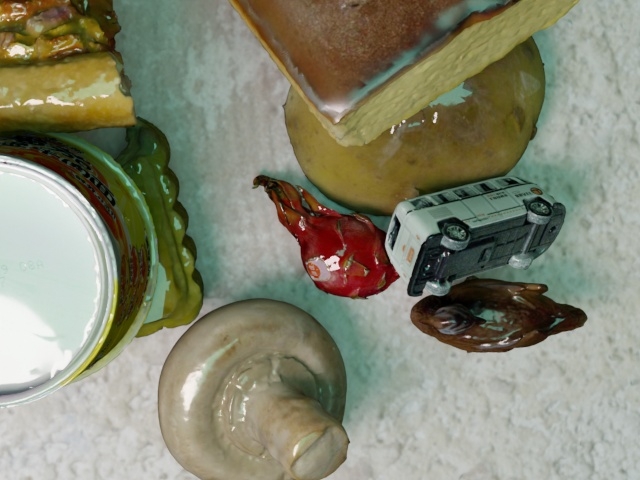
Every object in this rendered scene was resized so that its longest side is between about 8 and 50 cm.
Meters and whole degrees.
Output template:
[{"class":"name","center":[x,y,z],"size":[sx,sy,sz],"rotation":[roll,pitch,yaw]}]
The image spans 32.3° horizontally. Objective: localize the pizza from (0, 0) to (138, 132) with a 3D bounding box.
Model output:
[{"class":"pizza","center":[-0.312,-0.221,1.042],"size":[0.409,0.114,0.278],"rotation":[35,55,22]}]

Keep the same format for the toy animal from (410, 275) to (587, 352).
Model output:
[{"class":"toy animal","center":[0.187,0.079,1.153],"size":[0.188,0.179,0.089],"rotation":[-1,88,7]}]

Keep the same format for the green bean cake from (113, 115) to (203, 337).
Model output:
[{"class":"green bean cake","center":[-0.249,0.002,1.124],"size":[0.236,0.124,0.233],"rotation":[-16,96,-5]}]

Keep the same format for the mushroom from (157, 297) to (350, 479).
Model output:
[{"class":"mushroom","center":[-0.067,0.175,1.127],"size":[0.206,0.209,0.206],"rotation":[-3,127,-3]}]

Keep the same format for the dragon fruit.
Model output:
[{"class":"dragon fruit","center":[0.000,0.000,1.179],"size":[0.190,0.094,0.094],"rotation":[32,90,-2]}]

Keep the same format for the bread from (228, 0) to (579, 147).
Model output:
[{"class":"bread","center":[0.055,-0.299,1.077],"size":[0.323,0.143,0.333],"rotation":[-35,71,-4]}]

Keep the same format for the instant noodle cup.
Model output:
[{"class":"instant noodle cup","center":[-0.270,0.024,0.960],"size":[0.264,0.200,0.264],"rotation":[-1,94,-8]}]

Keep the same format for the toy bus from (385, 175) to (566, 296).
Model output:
[{"class":"toy bus","center":[0.160,-0.012,1.150],"size":[0.194,0.089,0.087],"rotation":[-15,139,-28]}]

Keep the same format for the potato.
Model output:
[{"class":"potato","center":[0.115,-0.142,1.171],"size":[0.299,0.116,0.239],"rotation":[-21,101,-4]}]
